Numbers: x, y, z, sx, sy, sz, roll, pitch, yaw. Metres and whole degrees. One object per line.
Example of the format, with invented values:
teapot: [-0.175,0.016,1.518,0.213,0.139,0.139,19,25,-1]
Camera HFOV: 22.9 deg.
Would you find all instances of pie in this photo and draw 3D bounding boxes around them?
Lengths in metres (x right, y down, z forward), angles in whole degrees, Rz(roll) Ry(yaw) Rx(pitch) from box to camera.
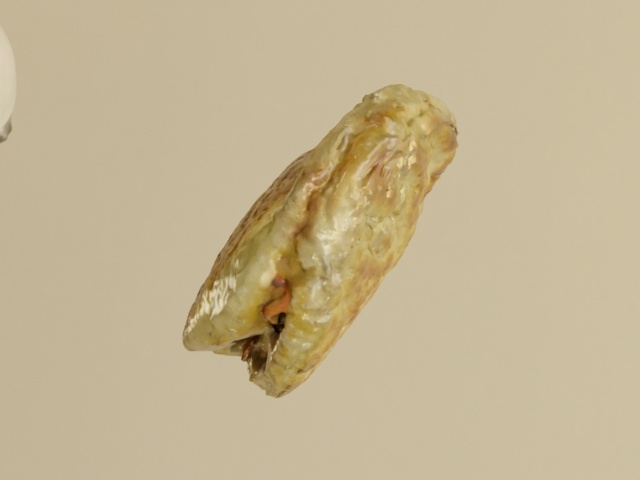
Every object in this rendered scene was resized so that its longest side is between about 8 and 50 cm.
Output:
pie: [0.000,0.000,0.880,0.084,0.205,0.179,36,-109,1]

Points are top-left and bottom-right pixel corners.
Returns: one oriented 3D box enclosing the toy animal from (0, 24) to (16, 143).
toy animal: [-0.310,-0.150,1.016,0.212,0.212,0.267,6,-70,35]
